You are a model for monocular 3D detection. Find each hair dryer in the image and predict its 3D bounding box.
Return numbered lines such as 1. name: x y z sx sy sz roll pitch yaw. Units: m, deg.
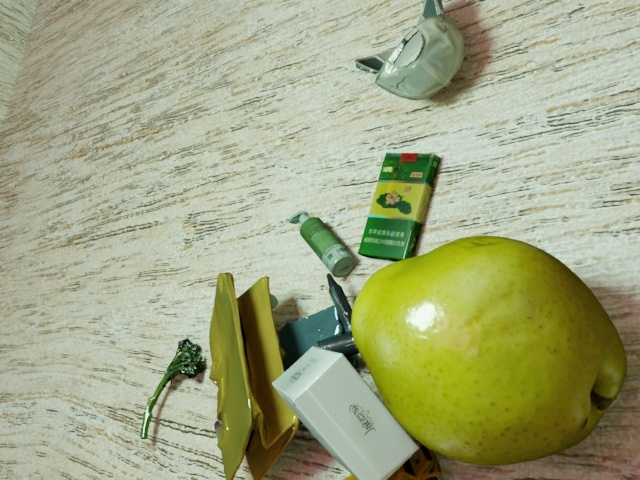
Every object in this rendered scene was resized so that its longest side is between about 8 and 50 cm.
1. hair dryer: 0.069 0.140 1.579 0.173 0.050 0.194 -14 56 8

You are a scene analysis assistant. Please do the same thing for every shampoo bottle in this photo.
1. shampoo bottle: 0.000 0.000 1.728 0.065 0.065 0.204 -52 46 13

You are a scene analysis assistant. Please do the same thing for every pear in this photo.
1. pear: 0.259 0.167 1.225 0.418 0.362 0.362 17 84 38

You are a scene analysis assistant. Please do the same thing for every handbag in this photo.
1. handbag: 0.002 0.262 1.615 0.179 0.062 0.229 -27 56 32
2. handbag: -0.160 0.289 1.656 0.401 0.133 0.283 -108 33 -41

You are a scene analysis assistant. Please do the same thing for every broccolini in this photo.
1. broccolini: -0.364 0.375 1.900 0.123 0.062 0.271 15 77 60

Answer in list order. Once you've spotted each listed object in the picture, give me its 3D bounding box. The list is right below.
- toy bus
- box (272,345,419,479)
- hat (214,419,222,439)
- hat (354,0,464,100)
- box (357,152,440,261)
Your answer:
1. toy bus: 0.115 0.429 1.374 0.194 0.088 0.083 -40 40 10
2. box: 0.034 0.302 1.353 0.116 0.203 0.274 -41 3 -11
3. hat: -0.215 0.434 1.762 0.087 0.042 0.058 105 151 -41
4. hat: 0.205 -0.402 1.666 0.232 0.161 0.275 -39 26 9
5. box: 0.165 -0.072 1.630 0.132 0.034 0.235 6 77 44
